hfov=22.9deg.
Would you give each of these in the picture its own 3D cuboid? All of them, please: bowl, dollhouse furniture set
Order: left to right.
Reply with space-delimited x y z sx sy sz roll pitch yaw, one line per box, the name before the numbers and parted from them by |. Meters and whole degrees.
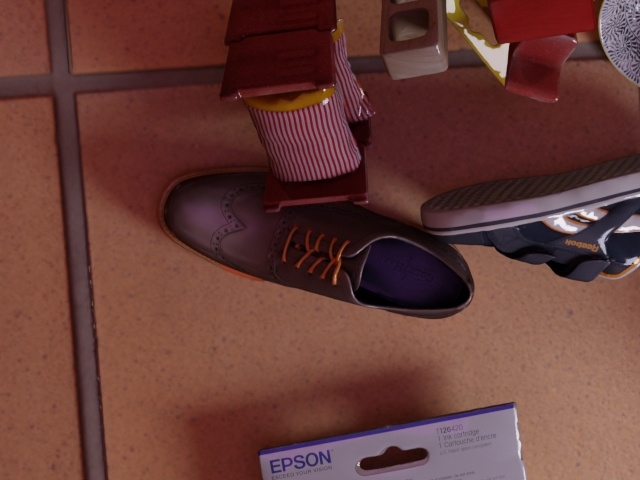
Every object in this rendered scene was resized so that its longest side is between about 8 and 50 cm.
dollhouse furniture set | 0.100 -0.165 1.617 0.374 0.201 0.152 -7 53 13
bowl | 0.403 -0.250 1.762 0.170 0.170 0.080 44 46 -10

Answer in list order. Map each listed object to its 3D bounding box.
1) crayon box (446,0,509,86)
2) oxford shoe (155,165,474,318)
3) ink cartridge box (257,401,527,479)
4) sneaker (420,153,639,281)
crayon box | 0.243 -0.346 1.701 0.318 0.081 0.202 -47 131 -1
oxford shoe | 0.000 0.000 1.728 0.363 0.133 0.130 13 95 -9
ink cartridge box | 0.097 0.354 1.818 0.303 0.072 0.307 -10 96 -5
sneaker | 0.271 -0.011 1.754 0.321 0.126 0.128 -10 105 -12
